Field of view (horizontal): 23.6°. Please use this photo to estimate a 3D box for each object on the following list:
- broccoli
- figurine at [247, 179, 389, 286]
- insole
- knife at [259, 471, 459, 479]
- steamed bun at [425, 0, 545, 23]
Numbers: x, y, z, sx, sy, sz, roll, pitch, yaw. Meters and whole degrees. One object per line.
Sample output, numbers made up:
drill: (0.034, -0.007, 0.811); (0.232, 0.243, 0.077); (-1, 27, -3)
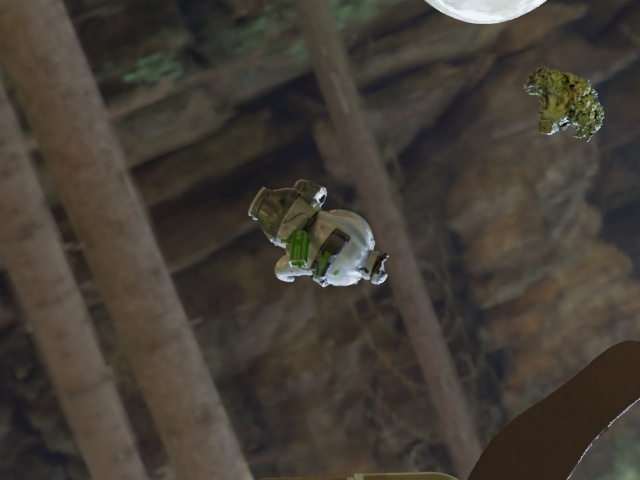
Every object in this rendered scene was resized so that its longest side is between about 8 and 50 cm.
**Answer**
broccoli: (0.316, -0.180, 2.011); (0.095, 0.097, 0.092); (5, -139, 47)
figurine: (0.000, 0.000, 1.929); (0.126, 0.192, 0.147); (-60, 168, -13)
insole: (0.304, 0.240, 1.937); (0.328, 0.007, 0.111); (-41, -121, -12)
knife: (0.072, 0.398, 2.418); (0.343, 0.027, 0.061); (-1, -128, -6)
steamed bun: (0.101, -0.291, 1.090); (0.154, 0.250, 0.200); (-8, -132, -18)
